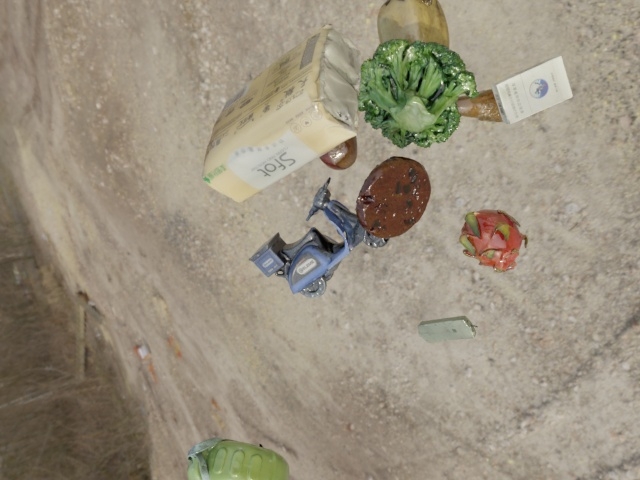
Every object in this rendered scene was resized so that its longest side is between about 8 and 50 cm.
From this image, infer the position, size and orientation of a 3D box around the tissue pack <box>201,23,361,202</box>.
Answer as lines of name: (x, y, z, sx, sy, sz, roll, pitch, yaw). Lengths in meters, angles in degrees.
tissue pack: (-0.050, -0.169, 0.684, 0.222, 0.090, 0.186, -25, 43, 32)

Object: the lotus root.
lotus root: (0.255, -0.511, 1.347, 0.182, 0.182, 0.310, 4, 117, 55)

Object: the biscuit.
biscuit: (0.157, -0.091, 1.082, 0.049, 0.191, 0.192, 46, 141, 44)

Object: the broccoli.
broccoli: (0.208, -0.329, 1.164, 0.269, 0.242, 0.261, 32, 129, -20)

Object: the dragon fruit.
dragon fruit: (0.613, -0.003, 1.814, 0.227, 0.223, 0.224, 50, 142, 37)

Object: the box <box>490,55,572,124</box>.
box: (0.260, -0.185, 0.624, 0.024, 0.083, 0.054, -89, -25, -75)

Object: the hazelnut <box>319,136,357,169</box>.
hazelnut: (0.071, -0.390, 2.073, 0.160, 0.170, 0.202, -73, -8, -84)

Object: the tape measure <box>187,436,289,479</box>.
tape measure: (-0.125, 0.363, 0.793, 0.153, 0.088, 0.178, 0, 144, 19)

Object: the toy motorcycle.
toy motorcycle: (0.000, 0.000, 1.264, 0.358, 0.125, 0.213, -38, 100, 29)

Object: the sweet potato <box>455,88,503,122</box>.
sweet potato: (0.511, -0.396, 1.433, 0.092, 0.341, 0.114, -144, 32, -77)

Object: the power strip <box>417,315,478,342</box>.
power strip: (0.417, 0.291, 1.662, 0.226, 0.029, 0.080, -19, 111, 46)
